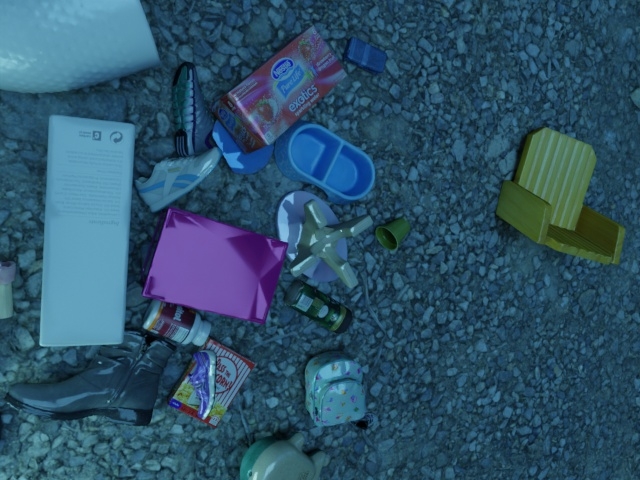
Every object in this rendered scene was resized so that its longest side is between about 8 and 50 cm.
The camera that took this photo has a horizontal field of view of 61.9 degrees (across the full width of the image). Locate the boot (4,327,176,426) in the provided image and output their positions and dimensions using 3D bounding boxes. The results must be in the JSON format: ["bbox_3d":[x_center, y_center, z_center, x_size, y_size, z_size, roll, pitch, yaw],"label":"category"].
[{"bbox_3d":[-0.529,0.300,1.252,0.338,0.118,0.223,18,86,-35],"label":"boot"}]

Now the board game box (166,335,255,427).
[{"bbox_3d":[-0.284,0.365,1.386,0.146,0.045,0.194,35,82,-22],"label":"board game box"}]

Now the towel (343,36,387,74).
[{"bbox_3d":[0.124,-0.508,1.468,0.119,0.029,0.067,16,90,-23],"label":"towel"}]

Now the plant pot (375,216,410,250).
[{"bbox_3d":[0.216,-0.026,1.541,0.079,0.083,0.083,-37,109,-27],"label":"plant pot"}]

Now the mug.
[{"bbox_3d":[-0.551,-0.481,1.082,0.327,0.276,0.374,-22,74,-12],"label":"mug"}]

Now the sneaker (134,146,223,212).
[{"bbox_3d":[-0.332,-0.158,1.250,0.228,0.087,0.092,-32,107,10],"label":"sneaker"}]

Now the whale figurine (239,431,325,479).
[{"bbox_3d":[-0.105,0.619,1.463,0.272,0.141,0.216,18,89,-48],"label":"whale figurine"}]

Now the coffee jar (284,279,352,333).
[{"bbox_3d":[-0.002,0.183,1.457,0.184,0.096,0.079,33,86,-23],"label":"coffee jar"}]

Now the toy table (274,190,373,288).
[{"bbox_3d":[0.000,0.000,1.403,0.252,0.161,0.274,-45,111,-12],"label":"toy table"}]

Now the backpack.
[{"bbox_3d":[0.041,0.409,1.478,0.165,0.144,0.189,-6,95,-17],"label":"backpack"}]

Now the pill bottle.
[{"bbox_3d":[-0.353,0.204,1.317,0.152,0.086,0.086,28,85,-24],"label":"pill bottle"}]

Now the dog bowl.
[{"bbox_3d":[0.020,-0.208,1.434,0.297,0.074,0.166,27,85,-22],"label":"dog bowl"}]

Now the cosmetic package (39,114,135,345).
[{"bbox_3d":[-0.500,-0.024,1.153,0.161,0.230,0.454,2,94,-22],"label":"cosmetic package"}]

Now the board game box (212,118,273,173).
[{"bbox_3d":[-0.202,-0.251,1.351,0.133,0.033,0.169,-38,111,-25],"label":"board game box"}]

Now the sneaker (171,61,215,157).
[{"bbox_3d":[-0.301,-0.314,1.298,0.098,0.083,0.224,-6,104,-42],"label":"sneaker"}]

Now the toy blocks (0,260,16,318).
[{"bbox_3d":[-0.778,0.063,1.017,0.308,0.288,0.260,-2,101,-20],"label":"toy blocks"}]

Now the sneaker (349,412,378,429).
[{"bbox_3d":[0.136,0.538,1.570,0.098,0.069,0.038,4,95,-23],"label":"sneaker"}]

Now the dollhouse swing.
[{"bbox_3d":[0.790,-0.146,1.662,0.346,0.315,0.305,14,111,-23],"label":"dollhouse swing"}]

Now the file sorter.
[{"bbox_3d":[-0.264,0.055,1.285,0.290,0.182,0.202,18,88,-24],"label":"file sorter"}]

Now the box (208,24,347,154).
[{"bbox_3d":[-0.102,-0.367,1.303,0.300,0.142,0.154,-46,110,-23],"label":"box"}]

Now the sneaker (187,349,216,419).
[{"bbox_3d":[-0.296,0.358,1.331,0.071,0.068,0.170,2,87,-8],"label":"sneaker"}]
